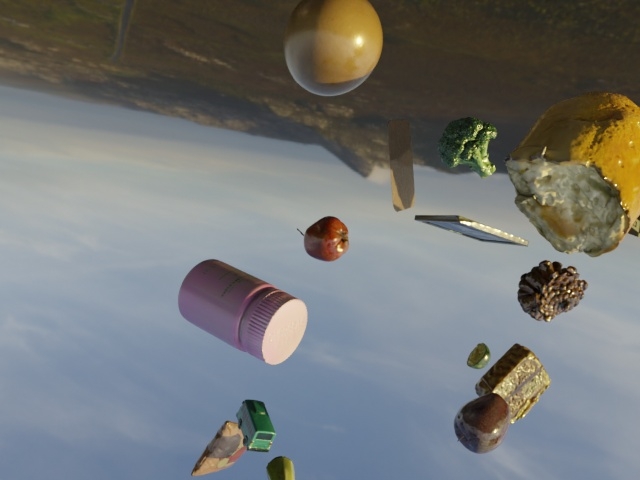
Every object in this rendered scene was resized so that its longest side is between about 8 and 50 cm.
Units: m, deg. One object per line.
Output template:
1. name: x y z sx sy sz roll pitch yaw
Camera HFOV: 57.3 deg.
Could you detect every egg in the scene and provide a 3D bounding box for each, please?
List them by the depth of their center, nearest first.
1. egg: 0.034 -0.604 1.803 0.300 0.301 0.374 7 175 -14

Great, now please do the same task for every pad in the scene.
1. pad: 0.242 -0.224 1.736 0.002 0.266 0.176 0 -170 31

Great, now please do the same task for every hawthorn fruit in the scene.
1. hawthorn fruit: 0.000 0.000 2.094 0.203 0.163 0.162 -11 176 34

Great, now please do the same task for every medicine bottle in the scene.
1. medicine bottle: -0.194 0.171 1.448 0.290 0.178 0.178 21 -167 31

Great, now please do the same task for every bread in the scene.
1. bread: 0.717 -0.202 1.531 0.361 0.394 0.250 48 158 -11
2. bread: 0.602 0.448 1.831 0.181 0.222 0.096 46 176 -22

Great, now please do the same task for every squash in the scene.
1. squash: -0.119 0.763 1.782 0.094 0.095 0.224 8 -167 -8

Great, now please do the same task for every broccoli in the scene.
1. broccoli: 0.616 -0.382 2.390 0.270 0.270 0.270 51 180 -11

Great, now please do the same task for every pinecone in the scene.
1. pinecone: 0.628 0.137 1.612 0.179 0.150 0.195 -32 166 -4

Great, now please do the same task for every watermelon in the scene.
1. watermelon: 0.594 0.437 2.175 0.062 0.105 0.105 38 -176 -9

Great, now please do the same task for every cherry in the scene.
1. cherry: 0.453 0.510 1.630 0.176 0.176 0.140 1 -140 -45

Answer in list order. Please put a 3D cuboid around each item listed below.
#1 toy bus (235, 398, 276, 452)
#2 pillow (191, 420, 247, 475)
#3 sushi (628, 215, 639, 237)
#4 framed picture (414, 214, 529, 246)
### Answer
1. toy bus: -0.199 0.563 1.799 0.079 0.092 0.160 17 -163 -28
2. pillow: -0.321 0.713 2.020 0.084 0.223 0.236 39 -178 30
3. sushi: 1.010 -0.118 1.814 0.289 0.264 0.050 14 148 -21
4. framed picture: 0.410 -0.030 1.588 0.259 0.023 0.189 16 177 -27
